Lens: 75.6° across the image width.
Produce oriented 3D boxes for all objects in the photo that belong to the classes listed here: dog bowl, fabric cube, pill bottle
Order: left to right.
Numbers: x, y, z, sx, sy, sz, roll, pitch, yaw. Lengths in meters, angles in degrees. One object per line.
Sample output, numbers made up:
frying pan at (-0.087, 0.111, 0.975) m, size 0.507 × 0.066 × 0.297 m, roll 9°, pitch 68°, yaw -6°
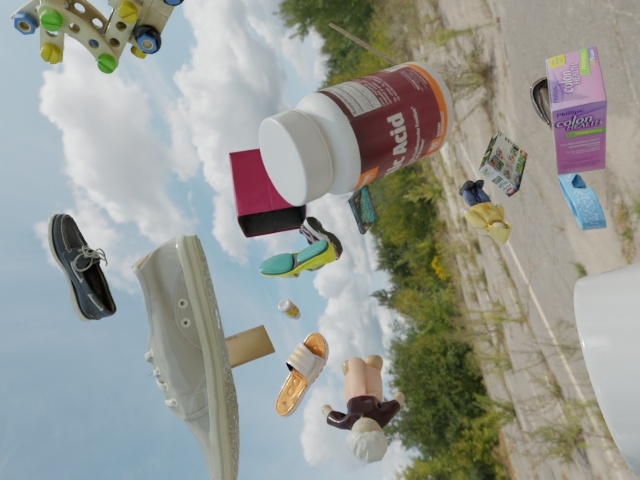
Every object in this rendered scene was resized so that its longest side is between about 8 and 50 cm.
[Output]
fabric cube at (-0.201, -0.186, 1.603) m, size 0.254 × 0.259 × 0.258 m, roll 98°, pitch 161°, yaw -73°
pill bottle at (-0.093, 0.216, 1.278) m, size 0.083 × 0.043 × 0.043 m, roll 52°, pitch -153°, yaw -46°
pill bottle at (0.080, -0.235, 0.911) m, size 0.224 × 0.392 × 0.224 m, roll 46°, pitch 151°, yaw 34°
dog bowl at (0.956, -0.153, 1.521) m, size 0.166 × 0.074 × 0.297 m, roll 53°, pitch -150°, yaw -30°

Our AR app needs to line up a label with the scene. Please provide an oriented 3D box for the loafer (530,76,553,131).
loafer at (0.886, -0.451, 1.486) m, size 0.130 × 0.134 × 0.366 m, roll 4°, pitch -124°, yaw -58°

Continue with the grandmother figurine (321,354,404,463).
grandmother figurine at (0.102, 0.406, 1.015) m, size 0.342 × 0.208 × 0.104 m, roll -84°, pitch -29°, yaw -77°

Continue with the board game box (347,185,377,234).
board game box at (0.182, -0.134, 1.751) m, size 0.126 × 0.026 × 0.186 m, roll -52°, pitch -46°, yaw -32°

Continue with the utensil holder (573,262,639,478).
utensil holder at (0.591, 0.148, 0.523) m, size 0.328 × 0.385 × 0.327 m, roll 25°, pitch -126°, yaw -40°

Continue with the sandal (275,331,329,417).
sandal at (-0.065, 0.392, 1.215) m, size 0.076 × 0.102 × 0.265 m, roll 43°, pitch -110°, yaw -50°

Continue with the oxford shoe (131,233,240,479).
oxford shoe at (-0.227, 0.214, 0.716) m, size 0.169 × 0.130 × 0.449 m, roll 158°, pitch 99°, yaw -79°

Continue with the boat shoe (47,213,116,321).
boat shoe at (-0.529, 0.058, 0.924) m, size 0.095 × 0.079 × 0.254 m, roll -49°, pitch -54°, yaw -82°

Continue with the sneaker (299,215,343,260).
sneaker at (0.000, 0.000, 1.409) m, size 0.178 × 0.077 × 0.072 m, roll 49°, pitch -140°, yaw 0°

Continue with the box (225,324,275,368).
box at (-0.304, 0.432, 1.685) m, size 0.164 × 0.201 × 0.021 m, roll -130°, pitch 29°, yaw -52°

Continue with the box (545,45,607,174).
box at (0.689, -0.342, 1.113) m, size 0.243 × 0.117 × 0.213 m, roll 49°, pitch -135°, yaw -43°

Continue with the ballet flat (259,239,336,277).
ballet flat at (-0.060, 0.068, 1.162) m, size 0.077 × 0.231 × 0.077 m, roll 52°, pitch -153°, yaw -39°

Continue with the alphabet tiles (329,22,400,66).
alphabet tiles at (0.165, -0.578, 1.257) m, size 0.285 × 0.011 × 0.342 m, roll 29°, pitch -155°, yaw -5°

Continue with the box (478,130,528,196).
box at (0.517, -0.220, 1.160) m, size 0.114 × 0.036 × 0.207 m, roll 40°, pitch -132°, yaw -3°

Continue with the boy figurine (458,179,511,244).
boy figurine at (0.630, -0.107, 1.585) m, size 0.092 × 0.177 × 0.285 m, roll 99°, pitch 163°, yaw -48°

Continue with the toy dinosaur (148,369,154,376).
toy dinosaur at (-0.421, 0.347, 1.232) m, size 0.092 × 0.183 × 0.053 m, roll 35°, pitch -147°, yaw -74°

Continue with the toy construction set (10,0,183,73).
toy construction set at (-0.347, -0.410, 0.666) m, size 0.215 × 0.328 × 0.151 m, roll 19°, pitch -123°, yaw -37°
